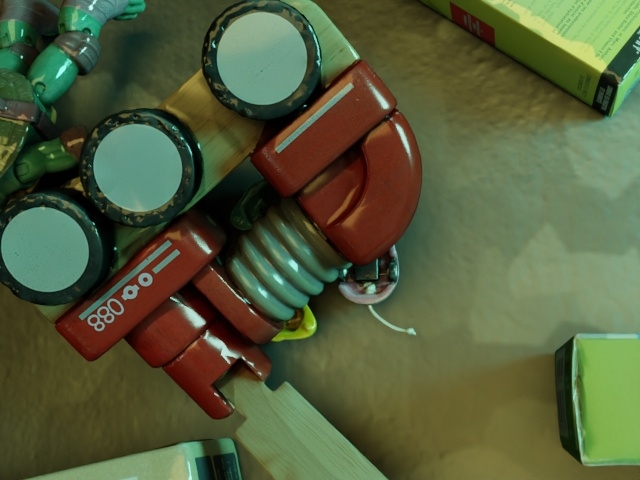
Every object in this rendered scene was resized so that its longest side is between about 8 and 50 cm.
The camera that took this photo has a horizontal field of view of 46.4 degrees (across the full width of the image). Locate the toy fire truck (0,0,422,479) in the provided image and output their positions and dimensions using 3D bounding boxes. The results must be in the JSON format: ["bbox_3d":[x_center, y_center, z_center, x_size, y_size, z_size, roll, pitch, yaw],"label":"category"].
[{"bbox_3d":[-0.020,0.023,0.406,0.217,0.158,0.246,-40,100,6],"label":"toy fire truck"}]

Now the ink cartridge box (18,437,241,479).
[{"bbox_3d":[-0.155,0.236,0.439,0.235,0.088,0.193,-16,74,9],"label":"ink cartridge box"}]

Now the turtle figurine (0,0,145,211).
[{"bbox_3d":[-0.198,-0.066,0.507,0.175,0.118,0.234,5,73,14],"label":"turtle figurine"}]

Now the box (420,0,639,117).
[{"bbox_3d":[0.116,-0.181,0.485,0.232,0.058,0.087,37,88,17],"label":"box"}]

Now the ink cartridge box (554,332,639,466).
[{"bbox_3d":[0.230,0.080,0.373,0.210,0.109,0.062,-2,78,13],"label":"ink cartridge box"}]

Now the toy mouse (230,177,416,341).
[{"bbox_3d":[0.000,0.000,0.485,0.161,0.031,0.143,21,83,16],"label":"toy mouse"}]
